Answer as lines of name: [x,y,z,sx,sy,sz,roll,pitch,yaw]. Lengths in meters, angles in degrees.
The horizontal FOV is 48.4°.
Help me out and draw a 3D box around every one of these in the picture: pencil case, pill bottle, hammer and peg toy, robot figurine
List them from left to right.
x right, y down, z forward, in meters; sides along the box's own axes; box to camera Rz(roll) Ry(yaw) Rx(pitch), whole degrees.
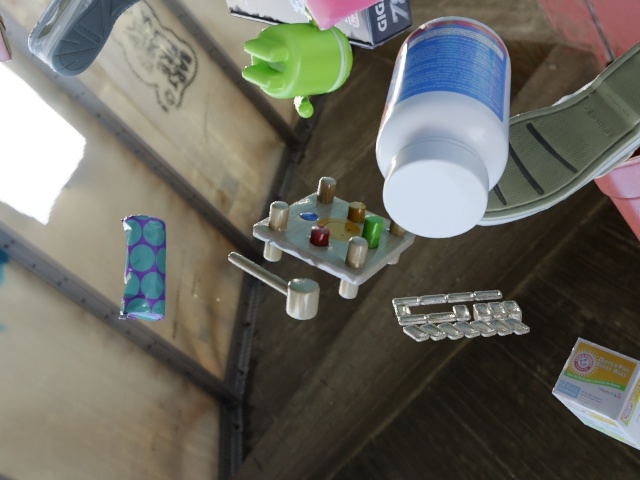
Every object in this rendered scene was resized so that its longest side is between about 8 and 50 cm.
pencil case: [-0.261,0.041,1.043,0.070,0.064,0.152,-4,-100,23]
robot figurine: [-0.018,-0.170,0.671,0.115,0.101,0.067,-18,-145,-42]
hammer and peg toy: [0.000,0.000,1.411,0.265,0.127,0.361,25,-148,24]
pill bottle: [0.120,-0.112,0.691,0.124,0.124,0.222,-18,-144,30]

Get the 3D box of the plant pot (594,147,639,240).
plant pot: [0.570,-0.079,1.073,0.272,0.265,0.272,-32,-166,9]

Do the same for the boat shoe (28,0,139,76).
boat shoe: [-0.380,-0.434,1.213,0.103,0.118,0.320,35,-87,25]

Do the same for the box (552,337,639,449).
box: [0.483,0.257,1.178,0.114,0.203,0.103,21,-102,42]

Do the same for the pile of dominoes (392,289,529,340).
pile of dominoes: [0.282,0.165,1.450,0.251,0.040,0.196,-5,-160,2]

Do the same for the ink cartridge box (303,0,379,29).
ink cartridge box: [-0.005,-0.292,0.474,0.100,0.237,0.172,-20,-150,26]

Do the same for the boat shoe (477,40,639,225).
boat shoe: [0.288,-0.108,0.803,0.302,0.103,0.113,-31,-110,16]

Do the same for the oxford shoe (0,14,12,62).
oxford shoe: [-0.648,-0.479,1.171,0.146,0.397,0.140,-19,-169,-13]

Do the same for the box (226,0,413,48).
box: [-0.040,-0.378,0.770,0.073,0.296,0.293,-33,-140,-23]
